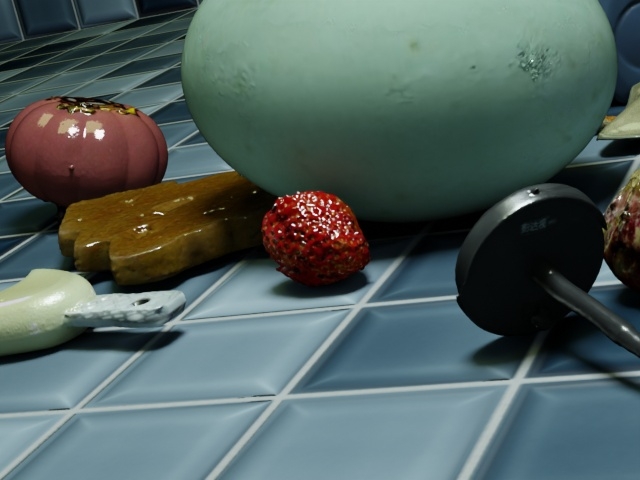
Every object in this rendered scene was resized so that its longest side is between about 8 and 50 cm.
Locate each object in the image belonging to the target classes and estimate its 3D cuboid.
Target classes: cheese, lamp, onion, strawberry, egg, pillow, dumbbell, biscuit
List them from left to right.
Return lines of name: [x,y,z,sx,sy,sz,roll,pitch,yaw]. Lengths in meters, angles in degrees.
cheese: [-0.214,0.060,1.232,0.235,0.049,0.127,-3,17,36]
lamp: [-0.262,-0.090,1.660,0.182,0.140,0.182,5,13,-1]
biscuit: [-0.143,-0.018,1.457,0.278,0.043,0.301,-27,21,-39]
strawberry: [0.000,0.000,1.220,0.083,0.083,0.096,-23,23,-32]
egg: [0.066,-0.153,1.316,0.389,0.276,0.276,1,18,11]
dumbbell: [0.324,-0.255,1.715,0.144,0.156,0.316,14,12,-12]
lamp: [0.197,0.043,0.847,0.130,0.108,0.371,-21,17,-13]
onion: [0.247,-0.008,1.025,0.107,0.097,0.107,-37,32,28]
pillow: [0.355,-0.133,1.467,0.130,0.033,0.217,0,20,25]

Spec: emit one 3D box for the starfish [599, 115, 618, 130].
starfish: [0.207,-0.128,1.562,0.240,0.043,0.227,2,23,29]
